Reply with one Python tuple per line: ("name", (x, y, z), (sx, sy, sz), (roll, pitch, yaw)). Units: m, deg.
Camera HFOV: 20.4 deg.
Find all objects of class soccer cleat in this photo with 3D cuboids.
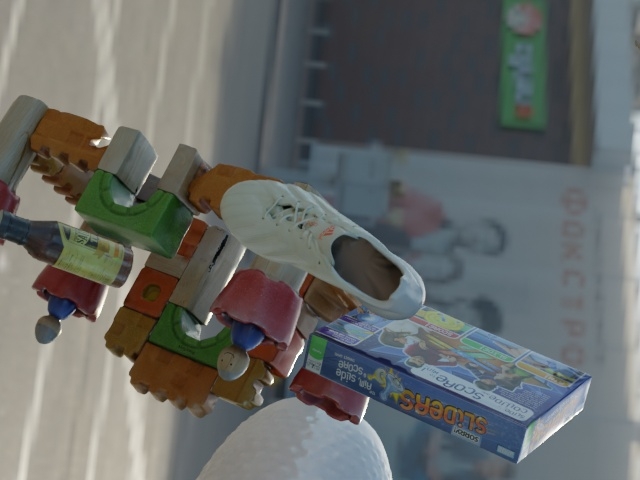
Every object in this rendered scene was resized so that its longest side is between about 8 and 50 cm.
("soccer cleat", (0.000, 0.000, 1.449), (0.068, 0.196, 0.076), (-58, 161, -7))

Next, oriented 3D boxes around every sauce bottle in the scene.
("sauce bottle", (-0.233, 0.005, 1.610), (0.042, 0.128, 0.042), (-46, -147, 42))

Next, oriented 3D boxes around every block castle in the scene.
("block castle", (-0.163, 0.041, 1.903), (0.213, 0.453, 0.303), (-63, 150, -15))

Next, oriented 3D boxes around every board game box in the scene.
("board game box", (0.106, 0.108, 1.474), (0.136, 0.201, 0.035), (-25, 132, -55))

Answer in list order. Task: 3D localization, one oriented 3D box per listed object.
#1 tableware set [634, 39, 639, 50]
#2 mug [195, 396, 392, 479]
("tableware set", (0.400, -0.199, 1.787), (0.104, 0.154, 0.024), (54, -2, 8))
("mug", (-0.046, 0.406, 2.305), (0.374, 0.276, 0.328), (93, 15, -46))
